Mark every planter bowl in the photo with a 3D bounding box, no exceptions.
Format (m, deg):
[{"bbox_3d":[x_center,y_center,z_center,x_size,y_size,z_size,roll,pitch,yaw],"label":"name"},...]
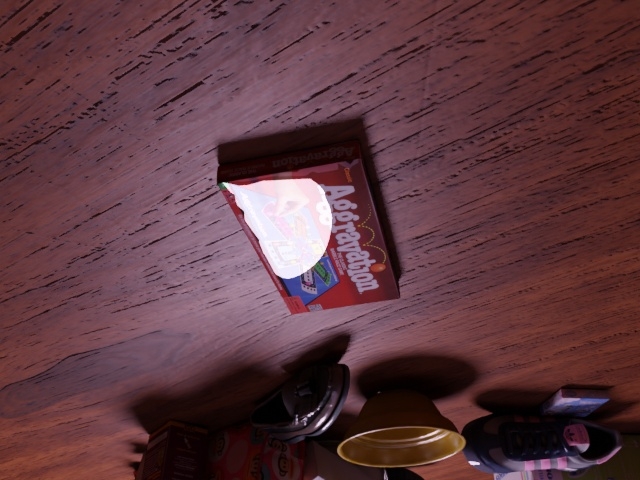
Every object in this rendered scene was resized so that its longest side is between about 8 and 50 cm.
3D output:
[{"bbox_3d":[0.135,0.314,1.197,0.217,0.090,0.217,-1,146,-1],"label":"planter bowl"}]

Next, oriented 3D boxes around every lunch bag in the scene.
[{"bbox_3d":[-0.156,0.483,1.248,0.258,0.293,0.120,-27,131,36],"label":"lunch bag"}]

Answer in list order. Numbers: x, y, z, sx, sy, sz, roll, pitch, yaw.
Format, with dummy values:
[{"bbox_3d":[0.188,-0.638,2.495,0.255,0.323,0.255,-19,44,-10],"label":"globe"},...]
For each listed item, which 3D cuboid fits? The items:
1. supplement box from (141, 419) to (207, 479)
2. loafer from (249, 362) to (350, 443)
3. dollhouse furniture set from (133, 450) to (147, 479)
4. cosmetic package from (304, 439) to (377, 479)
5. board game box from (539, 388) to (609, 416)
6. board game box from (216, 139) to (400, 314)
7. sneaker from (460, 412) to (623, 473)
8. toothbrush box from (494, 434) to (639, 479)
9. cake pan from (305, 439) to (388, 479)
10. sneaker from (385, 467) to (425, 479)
[{"bbox_3d":[-0.272,0.439,1.265,0.080,0.188,0.104,22,139,-26],"label":"supplement box"},{"bbox_3d":[-0.039,0.265,1.117,0.084,0.096,0.267,16,144,-16],"label":"loafer"},{"bbox_3d":[-0.275,0.538,1.504,0.259,0.135,0.262,13,144,-2],"label":"dollhouse furniture set"},{"bbox_3d":[-0.044,0.594,1.385,0.284,0.097,0.377,39,108,-25],"label":"cosmetic package"},{"bbox_3d":[0.453,0.291,1.245,0.090,0.020,0.090,4,145,-9],"label":"board game box"},{"bbox_3d":[0.000,0.000,0.782,0.145,0.027,0.281,-10,145,9],"label":"board game box"},{"bbox_3d":[0.406,0.358,1.264,0.319,0.112,0.131,7,150,-28],"label":"sneaker"},{"bbox_3d":[0.537,0.497,1.465,0.283,0.122,0.206,4,145,-7],"label":"toothbrush box"},{"bbox_3d":[0.002,0.538,1.446,0.293,0.054,0.293,-4,121,-7],"label":"cake pan"},{"bbox_3d":[0.133,0.571,1.583,0.227,0.087,0.130,-2,148,4],"label":"sneaker"}]
